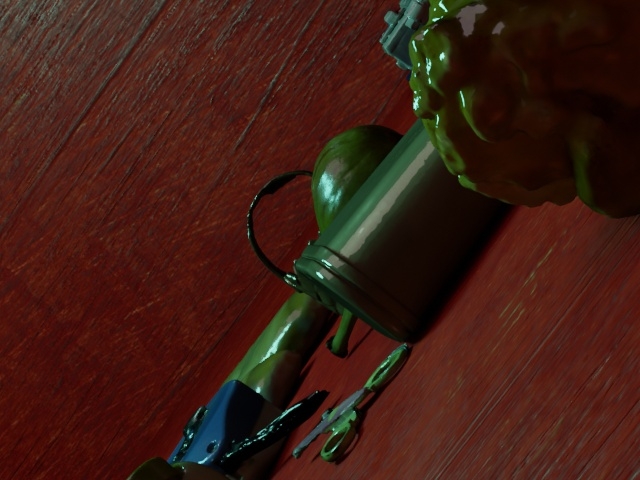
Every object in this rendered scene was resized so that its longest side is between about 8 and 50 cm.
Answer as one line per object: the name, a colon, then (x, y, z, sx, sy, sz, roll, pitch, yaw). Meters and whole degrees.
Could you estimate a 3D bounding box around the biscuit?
biscuit: (-0.088, 0.194, 2.549, 0.290, 0.062, 0.237, -53, 5, 45)

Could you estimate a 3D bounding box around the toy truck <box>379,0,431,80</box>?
toy truck: (0.150, -0.208, 2.263, 0.161, 0.177, 0.213, -56, 5, 4)

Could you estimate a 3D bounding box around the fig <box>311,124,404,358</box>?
fig: (0.036, 0.008, 2.111, 0.151, 0.151, 0.259, -73, 6, -76)

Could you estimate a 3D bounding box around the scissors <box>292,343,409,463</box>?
scissors: (0.020, 0.165, 1.867, 0.133, 0.020, 0.187, -54, 5, -24)

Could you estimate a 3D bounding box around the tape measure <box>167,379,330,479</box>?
tape measure: (-0.089, 0.217, 2.194, 0.351, 0.098, 0.215, -50, 7, 30)

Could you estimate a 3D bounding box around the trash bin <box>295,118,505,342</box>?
trash bin: (0.099, -0.032, 1.910, 0.247, 0.121, 0.243, -52, 4, -4)

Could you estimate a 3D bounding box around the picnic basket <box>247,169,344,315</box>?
picnic basket: (0.000, 0.000, 2.249, 0.128, 0.178, 0.138, -49, -1, 7)

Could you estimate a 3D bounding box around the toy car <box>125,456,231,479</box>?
toy car: (-0.137, 0.314, 1.803, 0.235, 0.145, 0.235, -45, -15, -16)

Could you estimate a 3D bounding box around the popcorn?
popcorn: (0.186, -0.134, 1.325, 0.206, 0.251, 0.237, -4, -83, -67)
